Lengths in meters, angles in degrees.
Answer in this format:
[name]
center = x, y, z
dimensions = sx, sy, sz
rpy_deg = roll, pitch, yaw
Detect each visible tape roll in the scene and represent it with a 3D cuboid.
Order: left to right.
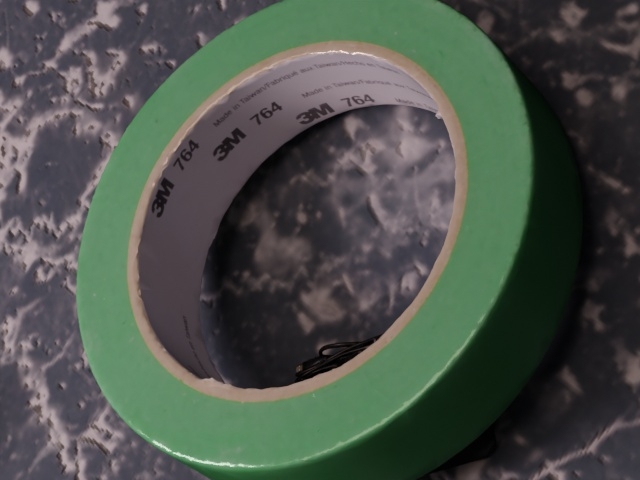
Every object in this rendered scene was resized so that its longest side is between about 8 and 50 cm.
[tape roll]
center = 0.000, 0.000, 1.222
dimensions = 0.321, 0.077, 0.321
rpy_deg = -15, 59, 26

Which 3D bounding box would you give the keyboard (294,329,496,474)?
[keyboard]
center = 0.015, 0.106, 1.236
dimensions = 0.192, 0.038, 0.100
rpy_deg = -19, 66, 27
